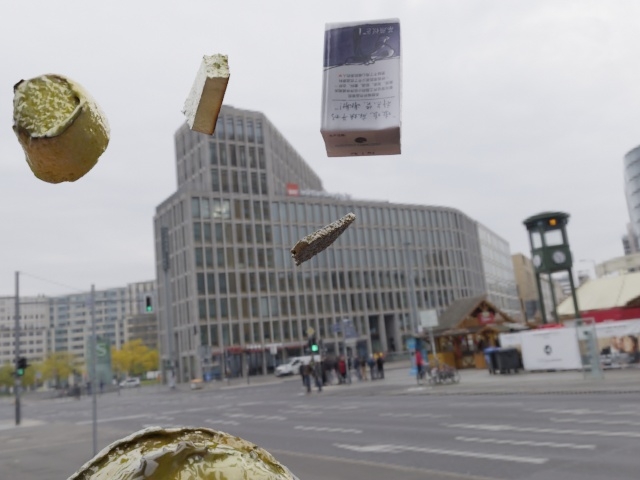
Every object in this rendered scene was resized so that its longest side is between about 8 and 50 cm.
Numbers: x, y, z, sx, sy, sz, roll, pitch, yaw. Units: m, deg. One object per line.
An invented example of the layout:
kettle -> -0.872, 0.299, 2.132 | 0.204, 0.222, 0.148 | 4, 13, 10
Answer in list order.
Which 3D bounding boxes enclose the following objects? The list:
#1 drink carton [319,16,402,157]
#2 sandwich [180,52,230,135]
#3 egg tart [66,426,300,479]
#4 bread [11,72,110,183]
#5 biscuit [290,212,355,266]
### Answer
drink carton -> 0.073, -0.259, 1.062 | 0.134, 0.222, 0.102 | 0, -22, 8
sandwich -> -0.240, -0.321, 1.311 | 0.058, 0.162, 0.193 | 13, 16, -23
egg tart -> -0.116, 0.316, 0.585 | 0.345, 0.345, 0.132 | 0, -44, -28
bread -> -0.533, -0.227, 1.263 | 0.197, 0.197, 0.170 | -5, -22, -1
biscuit -> -0.008, 0.008, 1.476 | 0.131, 0.026, 0.237 | -49, -11, 36
